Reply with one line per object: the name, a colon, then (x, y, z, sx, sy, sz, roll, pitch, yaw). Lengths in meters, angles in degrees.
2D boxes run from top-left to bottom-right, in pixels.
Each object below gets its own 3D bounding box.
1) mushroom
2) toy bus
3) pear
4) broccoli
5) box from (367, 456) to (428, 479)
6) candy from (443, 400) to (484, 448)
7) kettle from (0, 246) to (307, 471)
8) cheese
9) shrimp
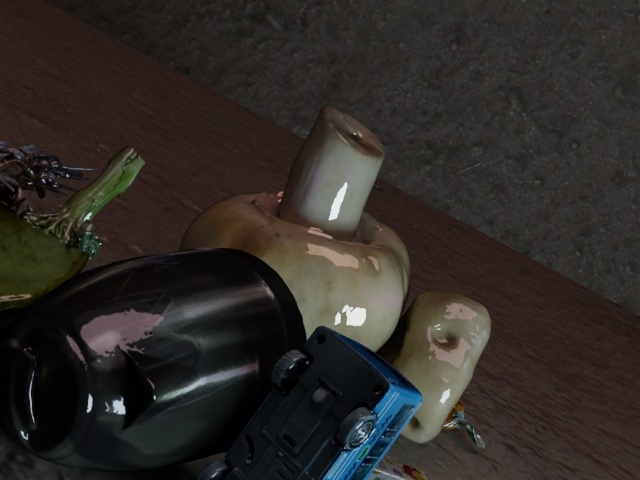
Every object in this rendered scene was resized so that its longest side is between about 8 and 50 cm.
mushroom: (-0.006, 0.033, 1.674, 0.353, 0.353, 0.325, 8, 48, -52)
toy bus: (-0.013, 0.218, 1.198, 0.113, 0.246, 0.134, 38, 7, 31)
pear: (-0.440, 0.005, 1.326, 0.288, 0.139, 0.239, 31, -11, -30)
broccoli: (-0.312, -0.045, 1.595, 0.118, 0.204, 0.122, 37, -17, 13)
box: (0.042, 0.281, 1.458, 0.207, 0.041, 0.050, 24, 17, -21)
candy: (0.177, 0.249, 1.783, 0.182, 0.046, 0.053, 36, 16, 29)
kettle: (-0.227, 0.123, 1.232, 0.320, 0.228, 0.324, 8, 7, 33)
cheese: (0.150, 0.170, 1.672, 0.117, 0.218, 0.235, 28, 6, -7)
shrimp: (-0.450, -0.086, 1.615, 0.343, 0.116, 0.145, 4, 29, -42)
